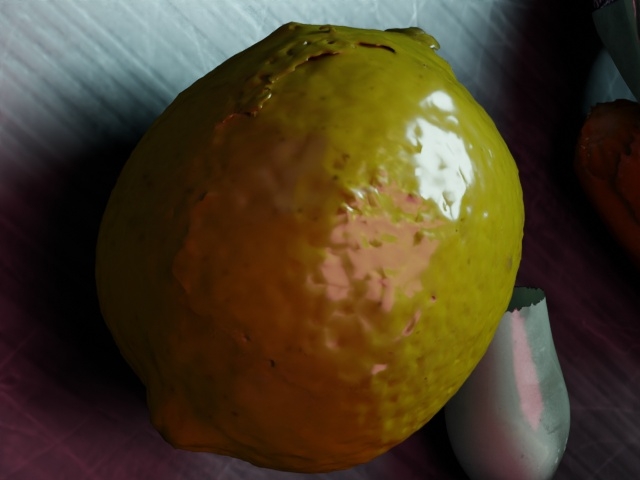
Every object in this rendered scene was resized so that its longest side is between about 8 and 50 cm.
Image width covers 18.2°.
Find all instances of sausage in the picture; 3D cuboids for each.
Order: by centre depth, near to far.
[{"bbox_3d":[0.306,0.015,1.586,0.330,0.102,0.102,48,63,-33],"label":"sausage"}]

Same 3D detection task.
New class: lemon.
[{"bbox_3d":[0.000,0.000,1.216,0.253,0.253,0.310,46,66,-33],"label":"lemon"}]

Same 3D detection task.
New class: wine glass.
[{"bbox_3d":[0.137,0.136,1.447,0.093,0.093,0.202,-16,103,-39],"label":"wine glass"}]

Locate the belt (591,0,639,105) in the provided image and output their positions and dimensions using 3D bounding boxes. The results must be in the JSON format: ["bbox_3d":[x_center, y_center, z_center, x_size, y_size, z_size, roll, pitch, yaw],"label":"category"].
[{"bbox_3d":[0.355,-0.147,1.507,0.325,0.122,0.260,45,55,7],"label":"belt"}]
